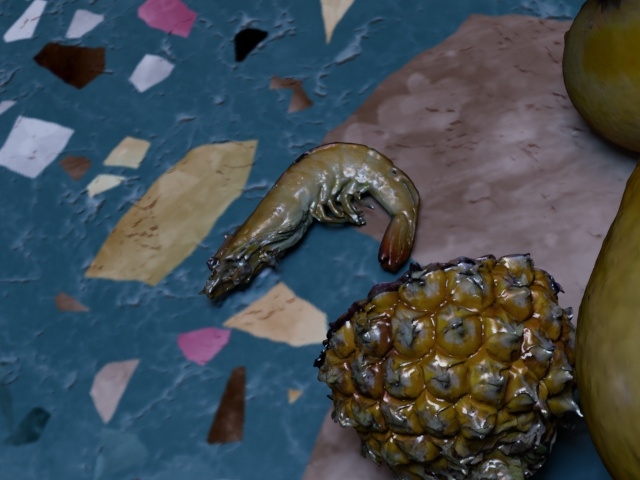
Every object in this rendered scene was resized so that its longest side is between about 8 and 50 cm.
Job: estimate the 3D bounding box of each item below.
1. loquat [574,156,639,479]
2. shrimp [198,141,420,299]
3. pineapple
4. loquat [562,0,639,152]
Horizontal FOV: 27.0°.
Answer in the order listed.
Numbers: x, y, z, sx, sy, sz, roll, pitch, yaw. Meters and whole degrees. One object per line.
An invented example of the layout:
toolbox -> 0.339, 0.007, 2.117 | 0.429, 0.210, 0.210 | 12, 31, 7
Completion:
loquat -> 0.296, 0.051, 0.702 | 0.328, 0.328, 0.328 | -5, 54, 7
shrimp -> 0.000, 0.001, 0.982 | 0.124, 0.034, 0.178 | 32, 62, 22
pineapple -> 0.090, 0.106, 0.806 | 0.161, 0.176, 0.137 | -1, 57, -30
loquat -> 0.251, -0.135, 0.962 | 0.163, 0.137, 0.163 | 1, 38, -1
